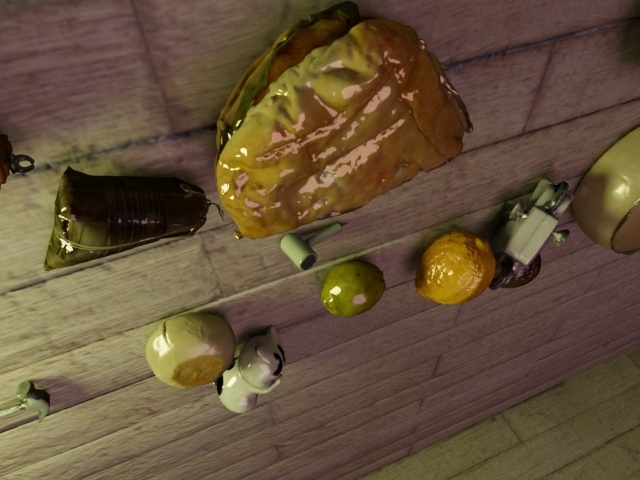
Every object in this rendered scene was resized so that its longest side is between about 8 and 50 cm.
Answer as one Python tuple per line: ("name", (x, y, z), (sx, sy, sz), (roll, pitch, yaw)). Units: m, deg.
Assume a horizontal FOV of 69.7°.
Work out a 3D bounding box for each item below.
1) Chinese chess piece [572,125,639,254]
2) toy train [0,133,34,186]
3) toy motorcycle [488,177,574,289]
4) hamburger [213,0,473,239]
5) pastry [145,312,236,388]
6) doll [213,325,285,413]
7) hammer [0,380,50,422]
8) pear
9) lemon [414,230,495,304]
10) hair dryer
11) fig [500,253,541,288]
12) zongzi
("Chinese chess piece", (0.748, -0.121, 1.036), (0.338, 0.140, 0.338), (-16, 139, -15))
("toy train", (-0.387, -0.088, 0.411), (0.220, 0.089, 0.127), (-6, 126, -26))
("toy motorcycle", (0.429, -0.011, 0.980), (0.260, 0.110, 0.171), (-59, 173, 9))
("hamburger", (0.018, -0.156, 0.523), (0.330, 0.162, 0.208), (-21, 139, -6))
("pastry", (-0.231, 0.198, 0.827), (0.157, 0.092, 0.156), (-15, 132, -17))
("doll", (-0.140, 0.272, 0.951), (0.107, 0.110, 0.180), (39, 114, -9))
("hammer", (-0.593, 0.314, 0.783), (0.247, 0.029, 0.103), (-19, 141, -10))
("pear", (0.063, 0.090, 0.879), (0.131, 0.107, 0.107), (-31, 143, -12))
("lemon", (0.273, 0.061, 0.943), (0.142, 0.142, 0.187), (15, 131, -42))
("hair dryer", (0.000, 0.000, 0.777), (0.124, 0.063, 0.037), (-27, 142, -22))
("fig", (0.443, 0.066, 1.092), (0.155, 0.103, 0.109), (-19, 106, 5))
("zongzi", (-0.247, -0.011, 0.598), (0.187, 0.084, 0.184), (0, 148, -38))
